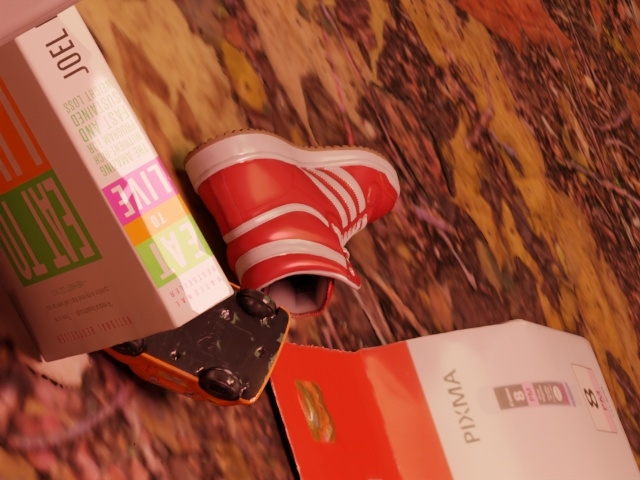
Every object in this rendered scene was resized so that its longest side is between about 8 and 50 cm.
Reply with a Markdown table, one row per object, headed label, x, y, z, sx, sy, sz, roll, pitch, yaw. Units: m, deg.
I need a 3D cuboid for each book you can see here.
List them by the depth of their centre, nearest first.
| label | x | y | z | sx | sy | sz | roll | pitch | yaw |
| --- | --- | --- | --- | --- | --- | --- | --- | --- | --- |
| book | -0.079 | -0.041 | 0.511 | 0.144 | 0.035 | 0.096 | 61 | -23 | -6 |

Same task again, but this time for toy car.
| label | x | y | z | sx | sy | sz | roll | pitch | yaw |
| --- | --- | --- | --- | --- | --- | --- | --- | --- | --- |
| toy car | -0.044 | 0.063 | 0.579 | 0.040 | 0.060 | 0.122 | 122 | -26 | -64 |

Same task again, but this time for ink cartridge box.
| label | x | y | z | sx | sy | sz | roll | pitch | yaw |
| --- | --- | --- | --- | --- | --- | --- | --- | --- | --- |
| ink cartridge box | 0.077 | 0.121 | 0.749 | 0.232 | 0.066 | 0.189 | 22 | 47 | -66 |

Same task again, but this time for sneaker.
| label | x | y | z | sx | sy | sz | roll | pitch | yaw |
| --- | --- | --- | --- | --- | --- | --- | --- | --- | --- |
| sneaker | 0.000 | 0.000 | 0.716 | 0.118 | 0.042 | 0.067 | 6 | 57 | -57 |

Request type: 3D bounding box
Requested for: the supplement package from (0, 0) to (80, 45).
| label | x | y | z | sx | sy | sz | roll | pitch | yaw |
| --- | --- | --- | --- | --- | --- | --- | --- | --- | --- |
| supplement package | -0.135 | -0.157 | 0.387 | 0.175 | 0.177 | 0.293 | 49 | 25 | -33 |
